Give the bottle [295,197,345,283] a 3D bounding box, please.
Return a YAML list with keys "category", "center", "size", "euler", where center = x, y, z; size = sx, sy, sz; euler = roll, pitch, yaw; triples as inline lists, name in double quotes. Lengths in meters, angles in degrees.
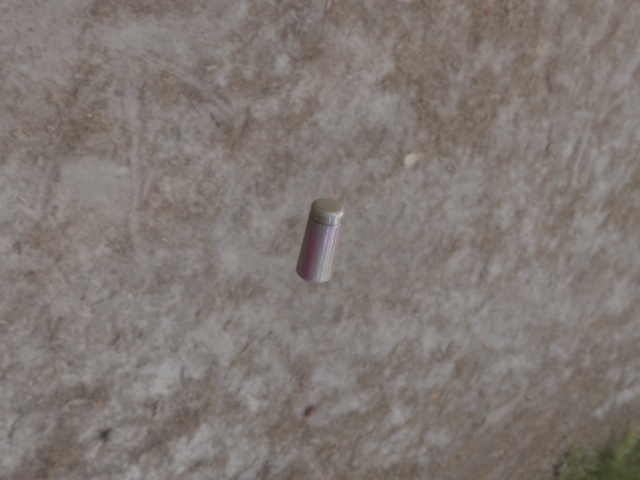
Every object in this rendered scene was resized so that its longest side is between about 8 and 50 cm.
- category: "bottle"
  center: [0.000, 0.000, 0.989]
  size: [0.045, 0.045, 0.096]
  euler: [-19, 130, -44]
